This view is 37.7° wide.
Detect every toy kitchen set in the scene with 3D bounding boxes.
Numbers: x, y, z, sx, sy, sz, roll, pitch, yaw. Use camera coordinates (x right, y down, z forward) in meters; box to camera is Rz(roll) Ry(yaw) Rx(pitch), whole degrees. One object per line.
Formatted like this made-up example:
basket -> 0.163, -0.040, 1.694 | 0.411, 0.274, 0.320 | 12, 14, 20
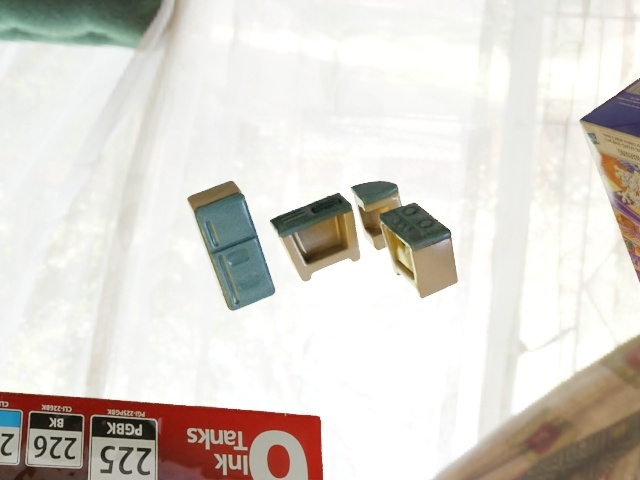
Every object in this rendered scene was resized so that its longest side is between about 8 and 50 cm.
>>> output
toy kitchen set -> 0.000, 0.000, 0.905 | 0.207, 0.122, 0.166 | -22, -153, -10

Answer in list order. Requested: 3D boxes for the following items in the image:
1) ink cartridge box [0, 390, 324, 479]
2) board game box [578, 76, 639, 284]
ink cartridge box -> -0.155, 0.236, 0.539 | 0.309, 0.271, 0.130 | 9, 153, -26
board game box -> 0.369, 0.015, 0.719 | 0.078, 0.233, 0.347 | -34, -153, -9
